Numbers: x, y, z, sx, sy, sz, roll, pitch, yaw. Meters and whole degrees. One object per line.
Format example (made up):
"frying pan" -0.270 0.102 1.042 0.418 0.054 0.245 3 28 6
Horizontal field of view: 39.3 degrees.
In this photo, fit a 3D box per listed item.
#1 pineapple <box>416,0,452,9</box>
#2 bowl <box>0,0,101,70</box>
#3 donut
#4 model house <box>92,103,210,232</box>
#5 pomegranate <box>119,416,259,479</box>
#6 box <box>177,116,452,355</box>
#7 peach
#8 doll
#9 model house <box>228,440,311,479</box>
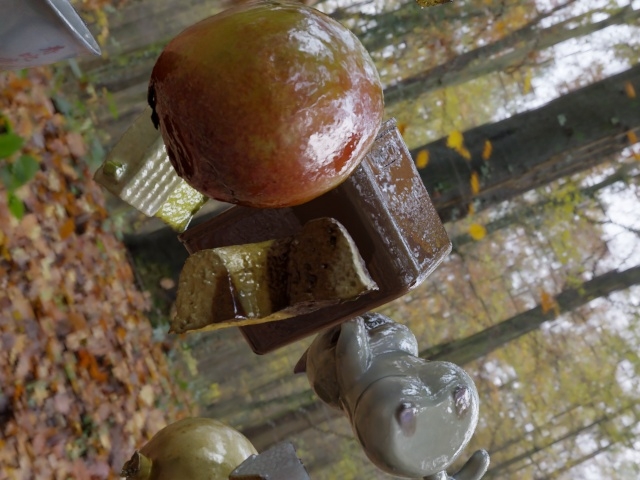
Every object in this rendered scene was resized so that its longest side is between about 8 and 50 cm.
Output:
"pineapple" 0.222 -0.477 1.618 0.077 0.114 0.114 31 -15 18
"bowl" -0.430 -0.317 1.071 0.345 0.157 0.345 52 0 0
"donut" -0.043 0.043 1.138 0.151 0.295 0.112 -3 82 -60
"model house" -0.307 -0.144 1.709 0.175 0.193 0.234 38 0 13
"pomegranate" -0.267 0.515 1.849 0.319 0.319 0.319 158 -90 -80
"box" 0.000 0.000 1.380 0.229 0.339 0.239 61 31 -4
"peach" -0.056 -0.139 0.916 0.231 0.231 0.230 158 -90 -80
"doll" 0.115 0.254 1.535 0.370 0.215 0.225 46 -27 44
"model house" -0.062 0.350 1.229 0.100 0.100 0.087 -131 -156 -57
